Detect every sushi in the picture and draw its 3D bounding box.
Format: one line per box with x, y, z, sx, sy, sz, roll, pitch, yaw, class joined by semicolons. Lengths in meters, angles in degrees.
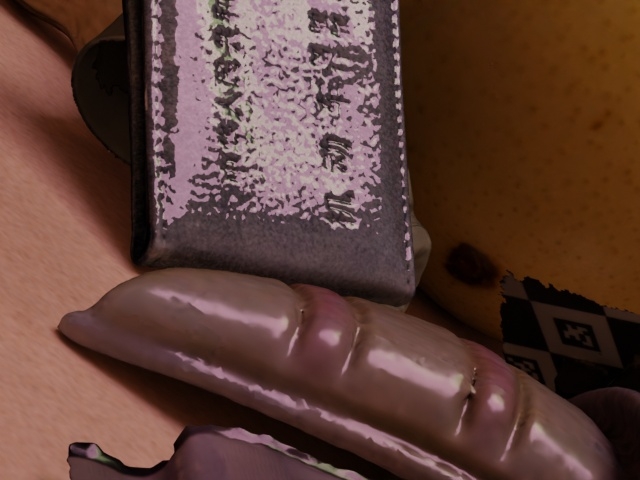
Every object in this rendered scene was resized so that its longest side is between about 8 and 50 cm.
0.207;0.123;0.992;0.279;0.043;0.192;22;-31;20;sushi

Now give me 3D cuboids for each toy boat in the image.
0.063;0.084;0.897;0.293;0.111;0.276;32;4;12;toy boat

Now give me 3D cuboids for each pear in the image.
0.175;-0.089;1.287;0.348;0.348;0.348;37;13;-10;pear

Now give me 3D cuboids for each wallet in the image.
-0.026;-0.081;1.011;0.167;0.036;0.222;12;64;-33;wallet

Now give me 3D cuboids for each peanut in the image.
-0.141;-0.155;1.198;0.187;0.082;0.082;41;12;19;peanut

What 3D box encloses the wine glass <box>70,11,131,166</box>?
-0.044;-0.135;1.114;0.103;0.103;0.231;39;49;-1;wine glass

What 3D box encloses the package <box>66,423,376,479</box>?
0.042;0.145;0.631;0.251;0.062;0.204;12;23;-16;package

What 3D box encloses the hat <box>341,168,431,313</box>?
-0.003;-0.006;1.116;0.122;0.081;0.166;-21;39;-25;hat
